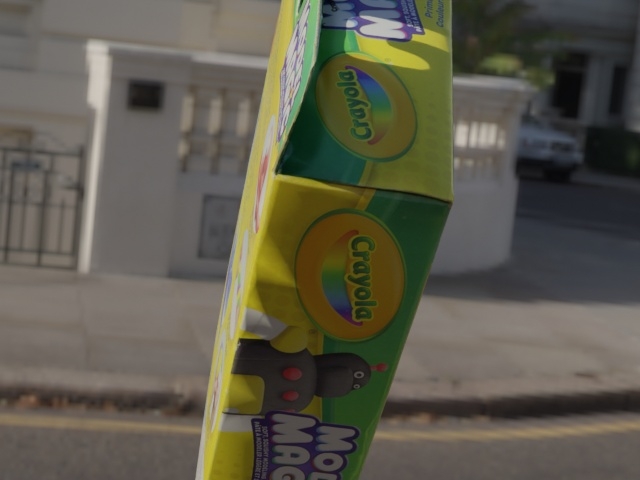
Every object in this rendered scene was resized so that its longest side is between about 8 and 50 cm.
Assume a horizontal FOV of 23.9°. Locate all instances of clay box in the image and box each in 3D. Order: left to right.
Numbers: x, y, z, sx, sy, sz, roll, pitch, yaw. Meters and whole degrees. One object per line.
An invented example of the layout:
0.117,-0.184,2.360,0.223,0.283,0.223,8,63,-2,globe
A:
0.000,0.000,0.475,0.053,0.222,0.127,10,44,-6,clay box
